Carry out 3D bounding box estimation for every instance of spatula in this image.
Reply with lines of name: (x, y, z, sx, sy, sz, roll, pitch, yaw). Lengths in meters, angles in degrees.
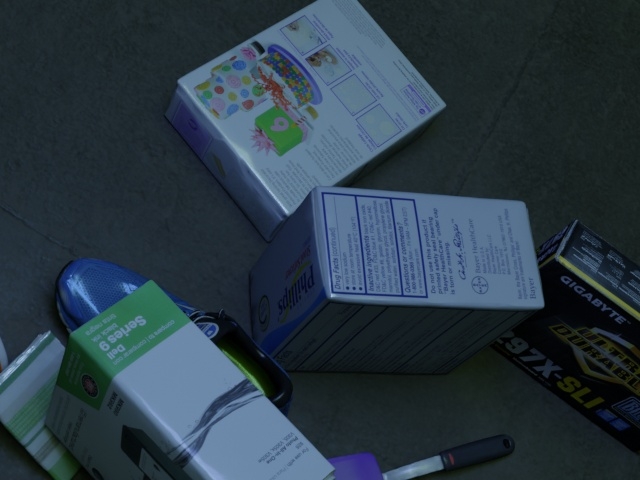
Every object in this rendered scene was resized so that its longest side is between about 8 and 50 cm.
spatula: (0.135, 0.297, 1.476, 0.296, 0.030, 0.084, -9, 71, -26)

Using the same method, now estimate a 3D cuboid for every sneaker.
sneaker: (-0.167, 0.114, 1.372, 0.330, 0.147, 0.130, 31, 59, -5)

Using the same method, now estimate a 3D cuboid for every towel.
towel: (-0.312, 0.196, 1.318, 0.113, 0.023, 0.152, -48, 116, -30)

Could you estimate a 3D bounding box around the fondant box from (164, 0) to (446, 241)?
fondant box: (-0.018, -0.186, 1.601, 0.330, 0.096, 0.238, -36, 83, -32)

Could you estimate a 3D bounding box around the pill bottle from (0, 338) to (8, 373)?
pill bottle: (-0.441, 0.143, 1.284, 0.152, 0.086, 0.086, -23, 77, -28)

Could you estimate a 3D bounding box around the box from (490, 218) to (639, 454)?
box: (0.387, 0.139, 1.518, 0.322, 0.257, 0.079, 36, 60, -3)

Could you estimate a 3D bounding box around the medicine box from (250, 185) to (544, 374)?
medicine box: (0.087, 0.060, 1.430, 0.289, 0.263, 0.149, 4, 65, -20)

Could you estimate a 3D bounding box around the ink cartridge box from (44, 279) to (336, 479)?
ink cartridge box: (-0.148, 0.221, 1.217, 0.289, 0.211, 0.121, 44, 50, 14)
